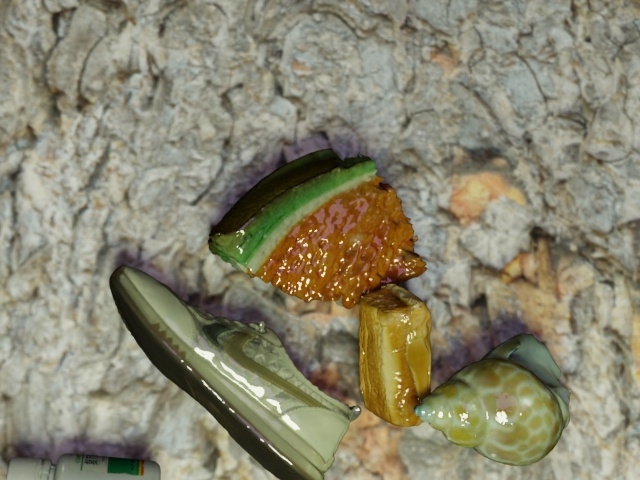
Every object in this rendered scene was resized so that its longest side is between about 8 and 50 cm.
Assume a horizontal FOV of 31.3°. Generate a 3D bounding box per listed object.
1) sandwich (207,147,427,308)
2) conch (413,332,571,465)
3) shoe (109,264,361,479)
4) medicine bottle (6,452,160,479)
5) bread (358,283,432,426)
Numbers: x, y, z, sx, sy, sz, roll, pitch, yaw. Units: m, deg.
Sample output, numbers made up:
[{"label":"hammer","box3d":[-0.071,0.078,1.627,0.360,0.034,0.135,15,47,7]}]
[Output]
[{"label":"sandwich","box3d":[-0.008,0.004,1.122,0.185,0.109,0.160,-35,100,-23]},{"label":"conch","box3d":[0.179,0.158,1.091,0.173,0.106,0.116,-43,115,-56]},{"label":"shoe","box3d":[-0.083,0.113,1.062,0.275,0.103,0.098,43,66,-1]},{"label":"medicine bottle","box3d":[-0.208,0.227,0.998,0.130,0.080,0.080,8,68,-9]},{"label":"bread","box3d":[0.071,0.110,1.081,0.053,0.074,0.132,-13,109,-27]}]
